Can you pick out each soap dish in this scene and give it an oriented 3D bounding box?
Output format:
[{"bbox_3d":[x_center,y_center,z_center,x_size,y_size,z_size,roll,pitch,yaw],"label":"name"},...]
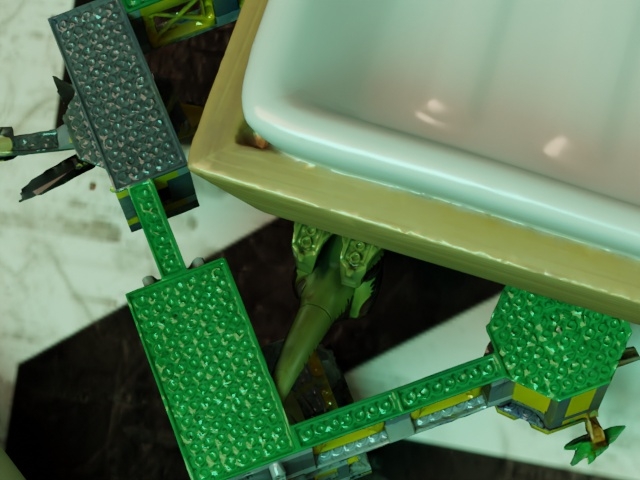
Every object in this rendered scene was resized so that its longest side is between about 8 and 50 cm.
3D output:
[{"bbox_3d":[0.117,-0.078,0.764,0.291,0.118,0.229,16,68,3],"label":"soap dish"}]

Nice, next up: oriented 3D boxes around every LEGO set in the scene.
[{"bbox_3d":[0.000,0.000,0.904,0.255,0.192,0.331,-28,72,-7],"label":"LEGO set"}]

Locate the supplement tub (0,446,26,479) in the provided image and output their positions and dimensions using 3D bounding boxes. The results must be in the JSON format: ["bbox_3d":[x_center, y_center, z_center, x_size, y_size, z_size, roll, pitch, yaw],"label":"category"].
[{"bbox_3d":[-0.224,0.223,0.936,0.235,0.235,0.325,-50,64,15],"label":"supplement tub"}]
